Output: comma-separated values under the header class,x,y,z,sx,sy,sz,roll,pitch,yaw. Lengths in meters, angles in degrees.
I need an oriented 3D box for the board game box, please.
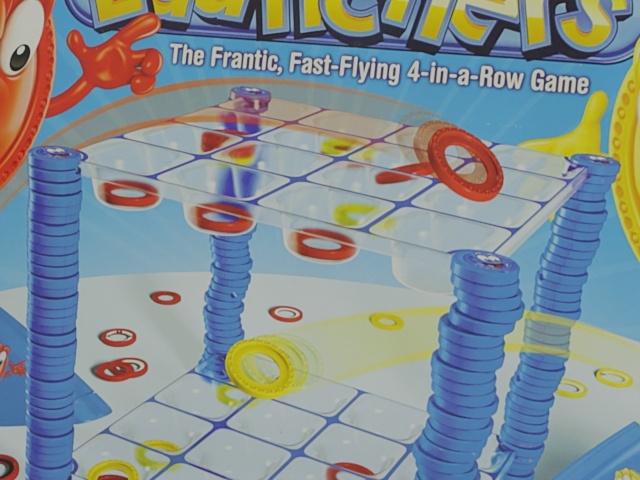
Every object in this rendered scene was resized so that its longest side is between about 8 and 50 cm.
class,x,y,z,sx,sy,sz,roll,pitch,yaw
board game box,0.009,-0.004,0.671,0.308,0.086,0.302,5,88,15
